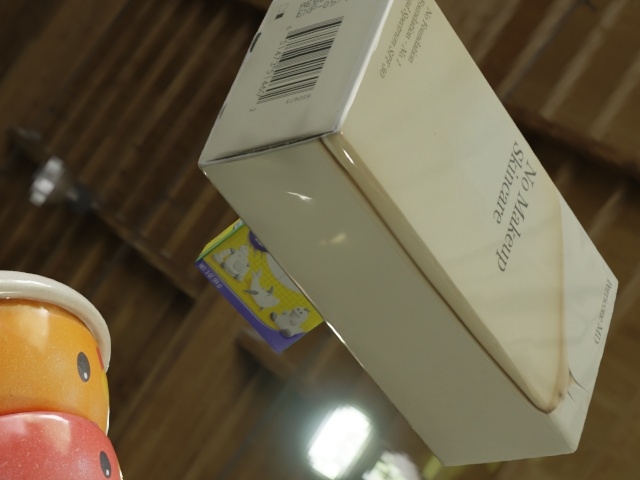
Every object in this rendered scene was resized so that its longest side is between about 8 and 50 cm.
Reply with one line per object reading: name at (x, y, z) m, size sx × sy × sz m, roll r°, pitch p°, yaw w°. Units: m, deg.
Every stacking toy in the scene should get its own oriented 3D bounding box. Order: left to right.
stacking toy at (-0.275, 0.299, 1.494) m, size 0.350 × 0.350 × 0.480 m, roll -42°, pitch -121°, yaw 19°

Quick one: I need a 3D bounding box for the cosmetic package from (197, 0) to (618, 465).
cosmetic package at (0.068, -0.008, 1.101) m, size 0.113 × 0.309 × 0.160 m, roll -12°, pitch -137°, yaw 36°

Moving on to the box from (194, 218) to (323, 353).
box at (0.000, 0.000, 1.331) m, size 0.179 × 0.105 × 0.043 m, roll -39°, pitch -169°, yaw 25°
